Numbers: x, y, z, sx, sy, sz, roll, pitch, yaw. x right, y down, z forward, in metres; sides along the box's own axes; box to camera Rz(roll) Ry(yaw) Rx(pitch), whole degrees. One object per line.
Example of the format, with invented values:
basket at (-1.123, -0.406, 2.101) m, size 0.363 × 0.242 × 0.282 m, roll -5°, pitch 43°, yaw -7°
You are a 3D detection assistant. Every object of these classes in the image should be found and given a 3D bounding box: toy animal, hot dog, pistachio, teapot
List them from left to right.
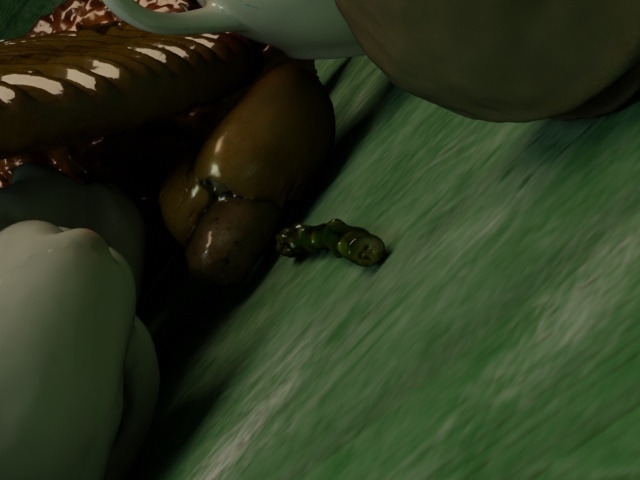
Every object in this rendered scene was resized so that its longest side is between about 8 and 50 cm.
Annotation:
toy animal at (-0.177, 0.068, 0.755) m, size 0.258 × 0.194 × 0.357 m, roll -41°, pitch 16°, yaw -5°
hot dog at (-0.031, -0.030, 0.788) m, size 0.090 × 0.060 × 0.140 m, roll -49°, pitch -1°, yaw 20°
teapot at (0.002, -0.129, 0.783) m, size 0.226 × 0.092 × 0.145 m, roll -16°, pitch 12°, yaw -30°
pistachio at (0.056, -0.083, 0.440) m, size 0.113 × 0.113 × 0.149 m, roll -54°, pitch -6°, yaw -22°

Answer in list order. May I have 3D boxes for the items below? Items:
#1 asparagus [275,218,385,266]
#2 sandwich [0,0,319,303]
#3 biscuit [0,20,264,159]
asparagus at (0.000, 0.000, 0.628) m, size 0.163 × 0.016 × 0.016 m, roll -175°, pitch 105°, yaw -78°
sandwich at (-0.124, -0.051, 1.066) m, size 0.301 × 0.162 × 0.250 m, roll -33°, pitch 44°, yaw 9°
biscuit at (-0.184, -0.069, 0.842) m, size 0.317 × 0.040 × 0.318 m, roll -10°, pitch 11°, yaw 2°
